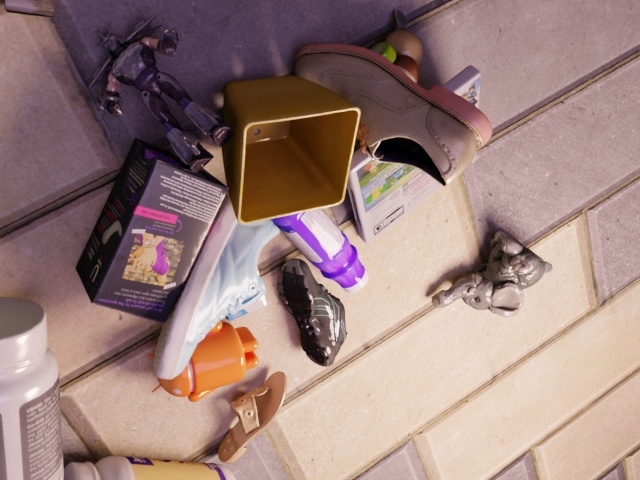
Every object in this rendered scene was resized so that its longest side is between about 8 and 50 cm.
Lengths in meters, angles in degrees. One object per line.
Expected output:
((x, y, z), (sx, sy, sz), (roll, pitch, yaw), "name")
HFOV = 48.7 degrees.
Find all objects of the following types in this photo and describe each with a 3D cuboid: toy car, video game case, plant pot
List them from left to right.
((-0.079, -0.184, 1.273), (0.212, 0.187, 0.212), (-13, 136, -24), "plant pot")
((0.144, -0.363, 1.403), (0.155, 0.149, 0.188), (46, 56, -38), "toy car")
((0.196, -0.166, 1.459), (0.329, 0.036, 0.300), (-38, 152, -10), "video game case")

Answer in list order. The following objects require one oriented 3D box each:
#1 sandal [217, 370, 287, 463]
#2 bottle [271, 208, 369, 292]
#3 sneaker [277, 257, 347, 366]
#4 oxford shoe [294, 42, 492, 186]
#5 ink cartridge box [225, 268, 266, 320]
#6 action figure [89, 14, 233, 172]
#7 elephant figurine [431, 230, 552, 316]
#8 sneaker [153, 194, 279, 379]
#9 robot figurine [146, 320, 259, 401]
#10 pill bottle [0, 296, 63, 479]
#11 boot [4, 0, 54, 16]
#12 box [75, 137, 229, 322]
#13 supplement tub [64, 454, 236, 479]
((-0.166, 0.381, 1.533), (0.079, 0.088, 0.240), (28, 100, -40), "sandal")
((0.000, 0.000, 1.451), (0.092, 0.118, 0.283), (-46, 123, -6), "bottle")
((-0.012, 0.143, 1.533), (0.106, 0.101, 0.267), (-39, 125, -36), "sneaker")
((0.097, -0.231, 1.261), (0.146, 0.397, 0.140), (-55, 156, -15), "oxford shoe")
((-0.169, 0.088, 1.435), (0.088, 0.052, 0.122), (-22, 117, -20), "ink cartridge box")
((-0.269, -0.250, 1.163), (0.285, 0.099, 0.185), (46, 108, 4), "action figure")
((0.418, 0.106, 1.721), (0.239, 0.186, 0.169), (-54, 168, 13), "elephant figurine")
((-0.180, 0.099, 1.304), (0.150, 0.135, 0.366), (26, 75, -11), "sneaker")
((-0.235, 0.240, 1.415), (0.219, 0.128, 0.158), (-12, 158, -24), "robot figurine")
((-0.554, 0.294, 1.217), (0.204, 0.204, 0.361), (-5, 112, -27), "pill bottle")
((-0.496, -0.459, 1.030), (0.263, 0.091, 0.229), (1, 104, -33), "boot")
((-0.302, -0.018, 1.251), (0.143, 0.165, 0.270), (22, 99, -33), "box")
((-0.350, 0.560, 1.414), (0.331, 0.241, 0.241), (17, 101, -32), "supplement tub")
